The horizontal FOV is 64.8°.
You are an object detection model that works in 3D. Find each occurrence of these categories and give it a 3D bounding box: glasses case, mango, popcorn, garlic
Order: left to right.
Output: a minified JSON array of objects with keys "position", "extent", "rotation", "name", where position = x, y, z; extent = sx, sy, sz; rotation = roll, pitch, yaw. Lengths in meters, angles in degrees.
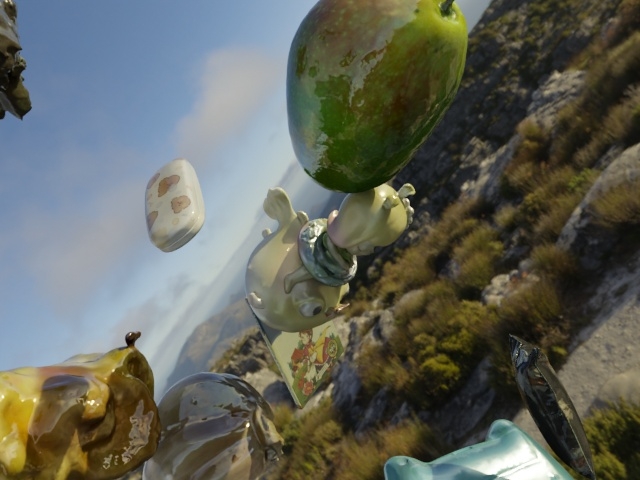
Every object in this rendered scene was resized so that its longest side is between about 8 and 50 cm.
[{"position":[-0.385,0.272,0.698],"extent":[0.297,0.315,0.281],"rotation":[149,121,-75],"name":"popcorn"},{"position":[-0.169,-0.045,0.579],"extent":[0.063,0.041,0.164],"rotation":[-34,38,5],"name":"glasses case"},{"position":[-0.200,0.355,0.905],"extent":[0.291,0.238,0.210],"rotation":[-18,-28,4],"name":"garlic"},{"position":[0.052,-0.199,0.715],"extent":[0.382,0.225,0.201],"rotation":[124,167,-58],"name":"mango"}]

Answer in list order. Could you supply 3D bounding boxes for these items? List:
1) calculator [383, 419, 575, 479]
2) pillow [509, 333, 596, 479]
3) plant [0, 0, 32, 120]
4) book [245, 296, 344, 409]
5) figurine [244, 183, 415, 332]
[{"position":[0.243,0.383,0.548],"extent":[0.386,0.256,0.054],"rotation":[-119,29,-42],"name":"calculator"},{"position":[0.254,0.181,0.564],"extent":[0.048,0.150,0.090],"rotation":[-26,-1,23],"name":"pillow"},{"position":[-0.656,-0.370,0.932],"extent":[0.213,0.215,0.312],"rotation":[-22,-22,8],"name":"plant"},{"position":[-0.051,0.213,1.237],"extent":[0.018,0.323,0.228],"rotation":[-8,24,36],"name":"book"},{"position":[0.000,0.000,0.932],"extent":[0.394,0.275,0.226],"rotation":[-36,-3,38],"name":"figurine"}]
